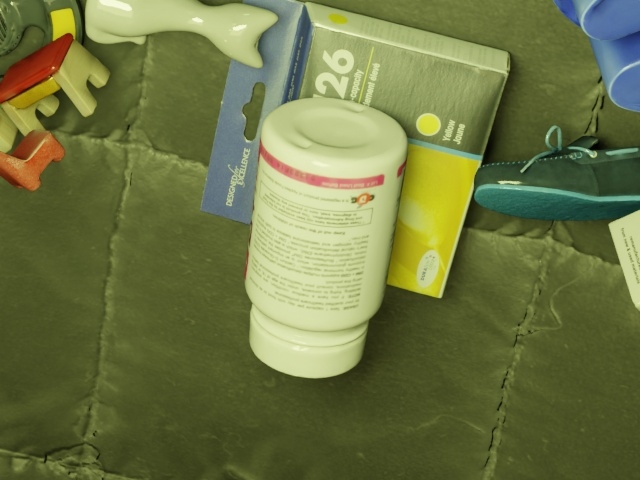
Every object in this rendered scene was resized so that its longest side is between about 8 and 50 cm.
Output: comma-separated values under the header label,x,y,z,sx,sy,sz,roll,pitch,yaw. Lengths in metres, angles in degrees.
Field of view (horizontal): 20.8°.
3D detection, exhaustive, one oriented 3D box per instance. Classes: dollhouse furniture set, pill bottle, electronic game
label,x,y,z,sx,sy,sz,roll,pitch,yaw
dollhouse furniture set,-0.437,-0.102,1.946,0.374,0.201,0.152,-25,124,32
pill bottle,0.000,0.000,1.930,0.160,0.160,0.283,10,120,3
electronic game,-0.381,-0.250,1.985,0.229,0.048,0.229,4,121,6

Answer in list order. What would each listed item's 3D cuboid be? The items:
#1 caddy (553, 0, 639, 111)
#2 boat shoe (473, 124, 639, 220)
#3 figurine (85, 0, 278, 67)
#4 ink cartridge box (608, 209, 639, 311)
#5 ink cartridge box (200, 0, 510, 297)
label,x,y,z,sx,sy,sz,roll,pitch,yaw
caddy,0.402,-0.279,1.780,0.341,0.179,0.241,-14,140,16
boat shoe,0.298,-0.073,1.963,0.258,0.089,0.109,3,162,-9
figurine,-0.138,-0.297,1.895,0.209,0.092,0.215,14,122,0
ink cartridge box,0.491,0.010,1.918,0.278,0.117,0.201,-25,144,21
ink cartridge box,0.031,-0.108,1.994,0.307,0.072,0.304,13,121,-1
